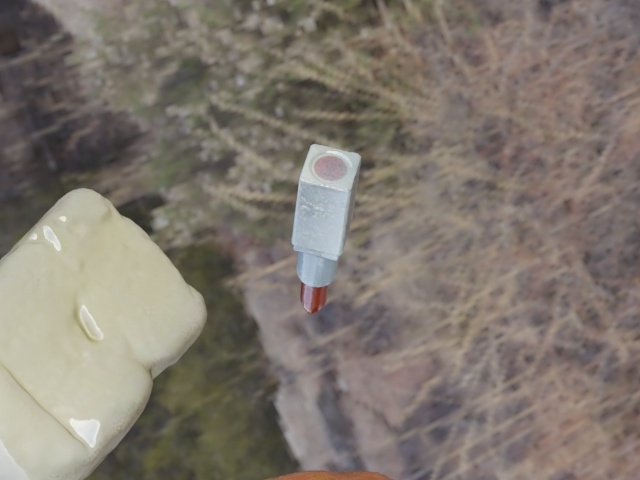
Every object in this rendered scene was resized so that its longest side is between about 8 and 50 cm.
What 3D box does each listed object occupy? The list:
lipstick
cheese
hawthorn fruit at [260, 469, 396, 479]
[{"bbox_3d":[0.000,0.001,0.947,0.030,0.030,0.129,14,140,4],"label":"lipstick"},{"bbox_3d":[-0.200,0.085,1.259,0.159,0.263,0.093,40,134,-3],"label":"cheese"},{"bbox_3d":[0.000,0.235,1.079,0.189,0.189,0.189,34,136,40],"label":"hawthorn fruit"}]
